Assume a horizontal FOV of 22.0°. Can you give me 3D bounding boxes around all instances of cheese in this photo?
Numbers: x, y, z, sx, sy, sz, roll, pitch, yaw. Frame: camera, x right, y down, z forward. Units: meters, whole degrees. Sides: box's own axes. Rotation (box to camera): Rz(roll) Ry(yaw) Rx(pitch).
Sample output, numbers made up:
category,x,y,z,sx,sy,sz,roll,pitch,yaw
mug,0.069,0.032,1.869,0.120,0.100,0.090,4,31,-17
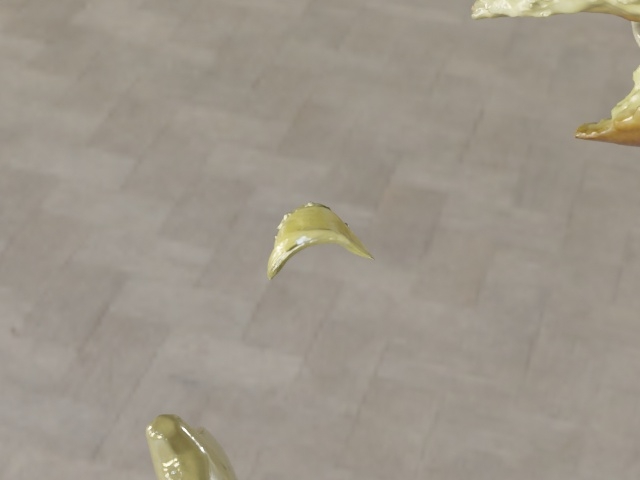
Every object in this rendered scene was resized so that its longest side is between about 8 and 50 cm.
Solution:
category,x,y,z,sx,sy,sz,roll,pitch,yaw
cheese,0.001,-0.001,1.237,0.084,0.041,0.060,-2,22,10

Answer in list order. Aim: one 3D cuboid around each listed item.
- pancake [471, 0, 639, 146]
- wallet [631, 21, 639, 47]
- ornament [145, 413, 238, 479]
category,x,y,z,sx,sy,sz,roll,pitch,yaw
pancake,0.180,-0.075,0.541,0.257,0.056,0.212,0,17,19
wallet,0.406,-0.205,1.441,0.275,0.068,0.335,8,47,0
ornament,-0.019,0.212,0.839,0.061,0.245,0.230,-25,51,0
